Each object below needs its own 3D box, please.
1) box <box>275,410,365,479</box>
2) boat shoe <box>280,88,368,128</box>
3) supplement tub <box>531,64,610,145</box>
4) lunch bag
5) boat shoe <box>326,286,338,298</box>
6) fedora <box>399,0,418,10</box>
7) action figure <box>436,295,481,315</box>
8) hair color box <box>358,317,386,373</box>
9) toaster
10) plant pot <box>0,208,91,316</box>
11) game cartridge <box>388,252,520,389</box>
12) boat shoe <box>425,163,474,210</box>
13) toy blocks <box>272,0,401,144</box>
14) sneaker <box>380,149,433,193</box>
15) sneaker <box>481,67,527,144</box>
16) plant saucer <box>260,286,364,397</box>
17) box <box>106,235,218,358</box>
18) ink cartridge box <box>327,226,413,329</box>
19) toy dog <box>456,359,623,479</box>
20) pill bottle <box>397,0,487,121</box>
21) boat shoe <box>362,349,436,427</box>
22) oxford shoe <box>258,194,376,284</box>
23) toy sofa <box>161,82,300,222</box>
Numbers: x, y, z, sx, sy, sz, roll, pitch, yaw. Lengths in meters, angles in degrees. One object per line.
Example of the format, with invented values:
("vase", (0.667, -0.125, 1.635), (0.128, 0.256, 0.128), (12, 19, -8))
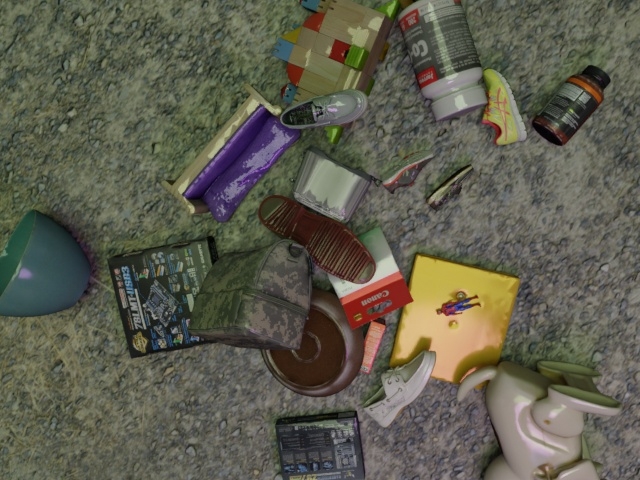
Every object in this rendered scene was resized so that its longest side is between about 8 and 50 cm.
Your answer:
("box", (0.000, 0.582, 1.688), (0.232, 0.059, 0.183), (-8, 94, 5))
("boat shoe", (0.003, -0.309, 1.463), (0.227, 0.081, 0.079), (-7, 102, 32))
("supplement tub", (0.638, -0.343, 1.530), (0.106, 0.106, 0.198), (40, 97, 1))
("lunch bag", (-0.166, 0.134, 1.533), (0.212, 0.305, 0.256), (23, 69, -35))
("boat shoe", (0.088, 0.139, 1.648), (0.178, 0.064, 0.060), (-31, 127, 11))
("fedora", (0.261, -0.675, 1.532), (0.194, 0.194, 0.079), (-37, 56, 7))
("action figure", (0.361, 0.175, 1.590), (0.115, 0.030, 0.038), (-18, 99, 9))
("hair color box", (0.135, 0.282, 1.645), (0.043, 0.072, 0.141), (20, 97, 3))
("toaster", (0.033, -0.140, 1.591), (0.227, 0.129, 0.146), (27, 97, 0))
("plant pot", (-0.742, 0.085, 1.634), (0.195, 0.290, 0.290), (27, 98, -34))
("game cartridge", (0.357, 0.219, 1.634), (0.285, 0.053, 0.324), (14, 98, 4))
("boat shoe", (0.349, -0.139, 1.603), (0.152, 0.056, 0.049), (-41, 95, 17))
("toy blocks", (0.005, -0.474, 1.556), (0.261, 0.191, 0.381), (26, 104, 14))
("sneaker", (0.237, -0.181, 1.615), (0.158, 0.061, 0.065), (-32, 118, 8))
("sneaker", (0.453, -0.341, 1.560), (0.094, 0.081, 0.208), (-23, 93, 9))
("plant saucer", (-0.035, 0.281, 1.633), (0.310, 0.050, 0.311), (3, 98, 19))
("box", (-0.415, 0.158, 1.686), (0.293, 0.073, 0.296), (-12, 94, 7))
("ink cartridge box", (0.117, 0.095, 1.582), (0.181, 0.056, 0.225), (-26, 53, 6))
("toy dog", (0.535, 0.534, 1.525), (0.395, 0.284, 0.408), (7, 98, 2))
("pill bottle", (0.311, -0.456, 1.523), (0.161, 0.161, 0.283), (-18, 92, 7))
("boat shoe", (0.203, 0.382, 1.601), (0.096, 0.098, 0.277), (32, 115, -1))
("oxford shoe", (0.000, 0.000, 1.588), (0.348, 0.130, 0.123), (36, 84, 15))
("toy sofa", (-0.226, -0.219, 1.599), (0.177, 0.150, 0.362), (43, 97, 2))
